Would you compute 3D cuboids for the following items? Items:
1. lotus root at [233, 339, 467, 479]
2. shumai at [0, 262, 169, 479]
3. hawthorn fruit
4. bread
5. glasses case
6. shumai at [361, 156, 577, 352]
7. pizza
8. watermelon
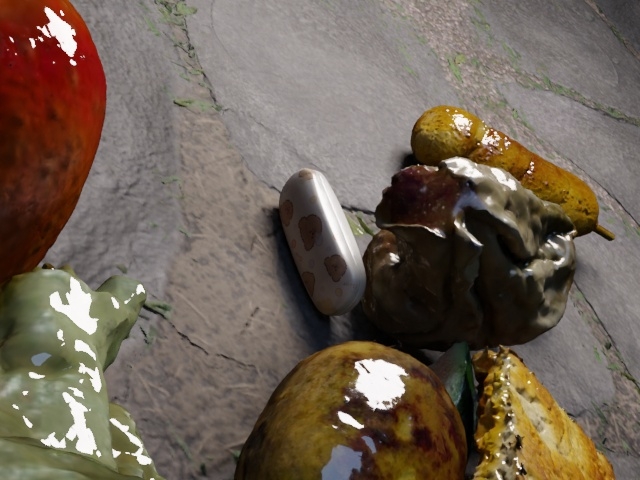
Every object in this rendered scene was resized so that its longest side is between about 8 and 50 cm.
[{"bbox_3d":[0.025,0.179,0.781,0.169,0.141,0.314,44,36,-5],"label":"lotus root"},{"bbox_3d":[-0.146,0.167,0.506,0.397,0.324,0.323,27,23,-30],"label":"shumai"},{"bbox_3d":[-0.260,-0.108,0.645,0.287,0.330,0.287,37,23,-19],"label":"hawthorn fruit"},{"bbox_3d":[0.261,-0.079,1.325,0.344,0.084,0.124,25,14,-25],"label":"bread"},{"bbox_3d":[0.000,0.000,1.020,0.041,0.063,0.164,11,46,-42],"label":"glasses case"},{"bbox_3d":[0.153,0.017,0.987,0.218,0.185,0.184,8,80,-1],"label":"shumai"},{"bbox_3d":[0.188,0.206,0.919,0.335,0.086,0.226,12,50,-61],"label":"pizza"},{"bbox_3d":[0.106,0.185,0.948,0.155,0.080,0.101,-72,146,-56],"label":"watermelon"}]
